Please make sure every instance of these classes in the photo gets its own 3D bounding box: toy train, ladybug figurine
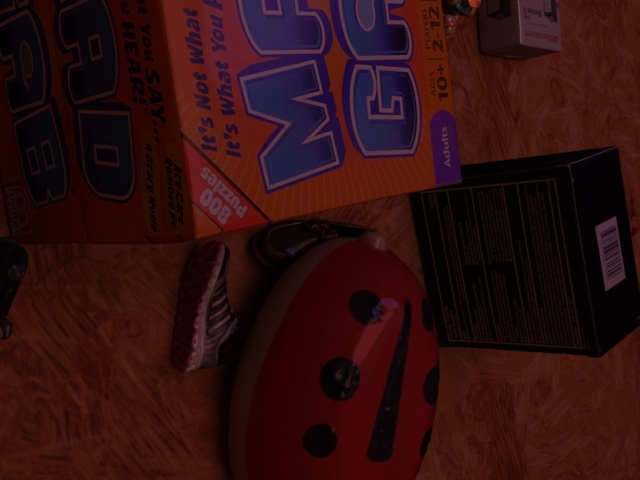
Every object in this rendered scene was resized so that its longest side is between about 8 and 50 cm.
[{"bbox_3d":[0.213,-0.410,1.367,0.166,0.046,0.125,-39,122,-23],"label":"toy train"},{"bbox_3d":[0.039,0.210,1.076,0.305,0.162,0.449,7,93,-34],"label":"ladybug figurine"}]

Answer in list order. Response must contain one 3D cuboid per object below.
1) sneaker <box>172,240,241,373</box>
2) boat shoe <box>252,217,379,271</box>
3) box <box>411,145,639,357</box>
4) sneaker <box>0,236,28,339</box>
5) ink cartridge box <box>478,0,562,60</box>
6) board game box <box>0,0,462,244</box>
[{"bbox_3d":[-0.136,0.087,1.026,0.074,0.063,0.170,15,83,-42],"label":"sneaker"},{"bbox_3d":[0.000,0.000,1.144,0.207,0.073,0.073,-2,71,-44],"label":"boat shoe"},{"bbox_3d":[0.333,0.016,1.313,0.182,0.294,0.296,-20,102,-44],"label":"box"},{"bbox_3d":[-0.378,-0.010,0.778,0.153,0.101,0.269,-17,106,-43],"label":"sneaker"},{"bbox_3d":[0.370,-0.454,1.506,0.154,0.093,0.212,-5,94,-44],"label":"ink cartridge box"},{"bbox_3d":[-0.116,-0.201,0.853,0.356,0.356,0.356,-14,99,-43],"label":"board game box"}]
